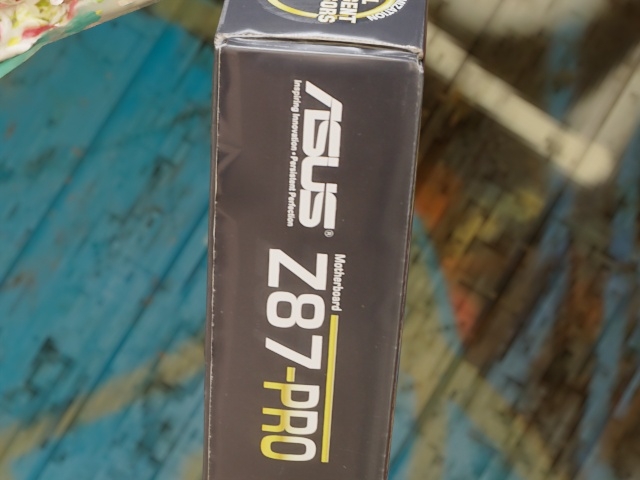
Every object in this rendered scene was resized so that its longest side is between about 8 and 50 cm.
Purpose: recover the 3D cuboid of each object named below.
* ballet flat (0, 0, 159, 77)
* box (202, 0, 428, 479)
[{"bbox_3d":[-0.075,-0.099,0.520,0.077,0.241,0.091,55,22,-35],"label":"ballet flat"},{"bbox_3d":[0.000,0.000,0.957,0.097,0.394,0.318,4,33,1],"label":"box"}]
